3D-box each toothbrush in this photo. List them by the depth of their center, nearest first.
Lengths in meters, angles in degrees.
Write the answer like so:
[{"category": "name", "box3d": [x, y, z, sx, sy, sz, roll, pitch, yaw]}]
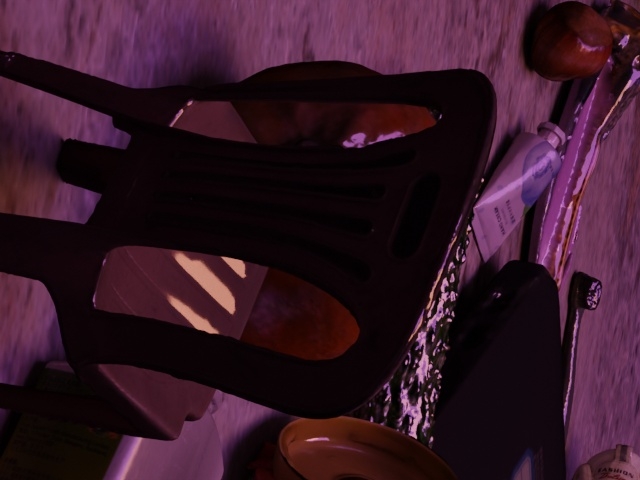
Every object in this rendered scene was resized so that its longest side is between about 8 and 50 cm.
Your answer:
[{"category": "toothbrush", "box3d": [0.274, 0.183, 1.916, 0.030, 0.030, 0.297, 5, 97, -40]}]

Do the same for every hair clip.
[{"category": "hair clip", "box3d": [0.275, -0.089, 1.781, 0.110, 0.095, 0.359, 162, -48, -80]}]

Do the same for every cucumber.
[{"category": "cucumber", "box3d": [0.065, 0.060, 1.374, 0.096, 0.096, 0.359, -3, 105, -63]}]

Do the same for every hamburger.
[{"category": "hamburger", "box3d": [0.017, 0.221, 1.269, 0.175, 0.175, 0.137, -23, 136, -60]}]

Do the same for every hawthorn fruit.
[{"category": "hawthorn fruit", "box3d": [0.000, 0.000, 1.126, 0.251, 0.199, 0.199, 73, 35, -67]}]

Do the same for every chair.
[{"category": "chair", "box3d": [-0.057, 0.005, 0.830, 0.176, 0.326, 0.183, -67, 151, -21]}]

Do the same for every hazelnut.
[{"category": "hazelnut", "box3d": [0.241, -0.192, 1.654, 0.086, 0.086, 0.086, -35, 130, -55]}]

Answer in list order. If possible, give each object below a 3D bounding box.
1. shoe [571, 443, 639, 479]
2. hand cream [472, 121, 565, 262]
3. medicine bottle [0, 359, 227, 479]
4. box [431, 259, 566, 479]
[{"category": "shoe", "box3d": [0.318, 0.333, 1.931, 0.342, 0.132, 0.211, 47, 53, -75]}, {"category": "hand cream", "box3d": [0.189, -0.053, 1.632, 0.142, 0.053, 0.084, -55, 148, -22]}, {"category": "medicine bottle", "box3d": [-0.121, 0.134, 1.021, 0.188, 0.088, 0.132, -67, 152, -24]}, {"category": "box", "box3d": [0.149, 0.240, 1.615, 0.350, 0.091, 0.359, -47, 139, -49]}]
